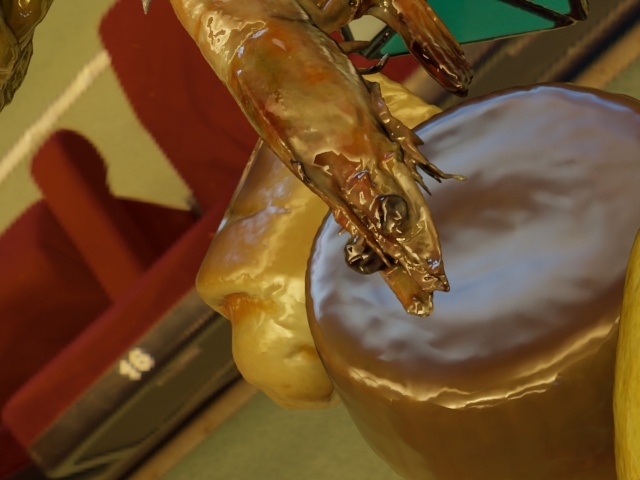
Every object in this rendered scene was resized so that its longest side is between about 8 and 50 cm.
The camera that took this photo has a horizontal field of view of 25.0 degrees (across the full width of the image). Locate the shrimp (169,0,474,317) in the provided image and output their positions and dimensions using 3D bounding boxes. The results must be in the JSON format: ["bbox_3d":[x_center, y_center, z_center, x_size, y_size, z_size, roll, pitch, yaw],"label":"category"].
[{"bbox_3d":[0.027,-0.075,0.729,0.296,0.169,0.058,59,140,36],"label":"shrimp"}]

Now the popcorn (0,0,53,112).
[{"bbox_3d":[-0.254,-0.157,0.922,0.225,0.173,0.286,104,172,-52],"label":"popcorn"}]

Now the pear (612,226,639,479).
[{"bbox_3d":[0.260,0.093,0.604,0.304,0.304,0.304,-3,84,36],"label":"pear"}]

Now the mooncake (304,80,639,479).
[{"bbox_3d":[0.137,0.041,0.977,0.284,0.155,0.284,-14,44,14],"label":"mooncake"}]

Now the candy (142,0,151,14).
[{"bbox_3d":[-0.174,-0.317,1.585,0.088,0.038,0.136,127,153,-51],"label":"candy"}]

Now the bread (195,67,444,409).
[{"bbox_3d":[0.000,0.000,1.477,0.210,0.300,0.341,25,91,7],"label":"bread"}]

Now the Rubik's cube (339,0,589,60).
[{"bbox_3d":[0.114,-0.351,1.396,0.246,0.248,0.250,-8,61,17],"label":"Rubik's cube"}]
